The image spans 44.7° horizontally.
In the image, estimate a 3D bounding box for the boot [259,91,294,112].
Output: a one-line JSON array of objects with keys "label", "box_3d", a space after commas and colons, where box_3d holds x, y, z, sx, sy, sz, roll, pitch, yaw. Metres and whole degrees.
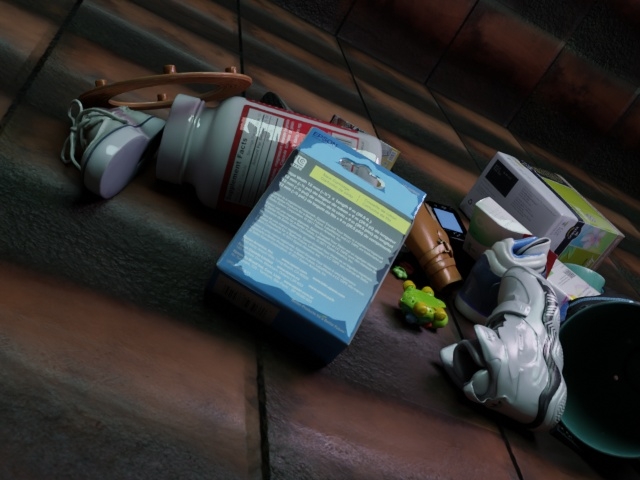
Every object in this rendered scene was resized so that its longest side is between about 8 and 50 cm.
[{"label": "boot", "box_3d": [-0.039, -0.236, 1.810, 0.161, 0.083, 0.246, 8, 40, -52]}]

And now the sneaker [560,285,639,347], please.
[{"label": "sneaker", "box_3d": [0.592, 0.211, 1.769, 0.341, 0.125, 0.139, -19, 41, -27]}]

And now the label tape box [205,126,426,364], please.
[{"label": "label tape box", "box_3d": [0.000, 0.000, 1.349, 0.249, 0.115, 0.347, 31, 57, -1]}]

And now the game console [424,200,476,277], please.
[{"label": "game console", "box_3d": [0.346, -0.014, 2.081, 0.213, 0.044, 0.361, 24, 25, -19]}]

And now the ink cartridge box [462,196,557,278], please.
[{"label": "ink cartridge box", "box_3d": [0.449, 0.027, 1.873, 0.056, 0.181, 0.224, -29, 59, -22]}]

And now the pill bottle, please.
[{"label": "pill bottle", "box_3d": [-0.102, -0.148, 1.527, 0.408, 0.229, 0.229, 16, 26, -6]}]

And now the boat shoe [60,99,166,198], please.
[{"label": "boat shoe", "box_3d": [-0.394, -0.190, 1.408, 0.156, 0.136, 0.367, 27, 20, -6]}]

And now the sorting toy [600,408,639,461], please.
[{"label": "sorting toy", "box_3d": [0.727, 0.424, 1.722, 0.307, 0.041, 0.229, 12, 27, -39]}]

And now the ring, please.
[{"label": "ring", "box_3d": [-0.301, -0.296, 1.513, 0.337, 0.032, 0.336, -7, 2, 0]}]

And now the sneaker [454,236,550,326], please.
[{"label": "sneaker", "box_3d": [0.488, 0.111, 1.775, 0.323, 0.236, 0.130, 22, 26, -22]}]

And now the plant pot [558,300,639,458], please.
[{"label": "plant pot", "box_3d": [0.631, 0.269, 1.555, 0.293, 0.293, 0.235, 47, 22, 30]}]

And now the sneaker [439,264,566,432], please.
[{"label": "sneaker", "box_3d": [0.353, 0.180, 1.518, 0.210, 0.137, 0.366, 20, 49, -21]}]

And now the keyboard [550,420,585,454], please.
[{"label": "keyboard", "box_3d": [0.499, 0.357, 1.587, 0.108, 0.023, 0.180, 35, 23, 6]}]

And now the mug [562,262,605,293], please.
[{"label": "mug", "box_3d": [0.689, 0.131, 2.139, 0.158, 0.097, 0.129, 15, -15, 40]}]

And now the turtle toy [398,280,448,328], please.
[{"label": "turtle toy", "box_3d": [0.212, 0.143, 1.592, 0.130, 0.066, 0.095, 20, 27, -28]}]

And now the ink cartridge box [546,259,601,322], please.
[{"label": "ink cartridge box", "box_3d": [0.629, 0.170, 1.981, 0.278, 0.117, 0.201, 41, 26, 19]}]

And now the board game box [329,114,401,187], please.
[{"label": "board game box", "box_3d": [0.041, -0.126, 1.679, 0.165, 0.243, 0.042, 29, 6, -8]}]

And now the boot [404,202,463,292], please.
[{"label": "boot", "box_3d": [0.223, 0.012, 1.753, 0.283, 0.109, 0.220, 24, 40, -63]}]

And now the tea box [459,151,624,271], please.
[{"label": "tea box", "box_3d": [0.657, -0.059, 2.326, 0.323, 0.220, 0.329, 13, 31, -36]}]

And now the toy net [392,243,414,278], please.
[{"label": "toy net", "box_3d": [0.188, 0.015, 1.832, 0.122, 0.045, 0.232, 36, 24, 8]}]
